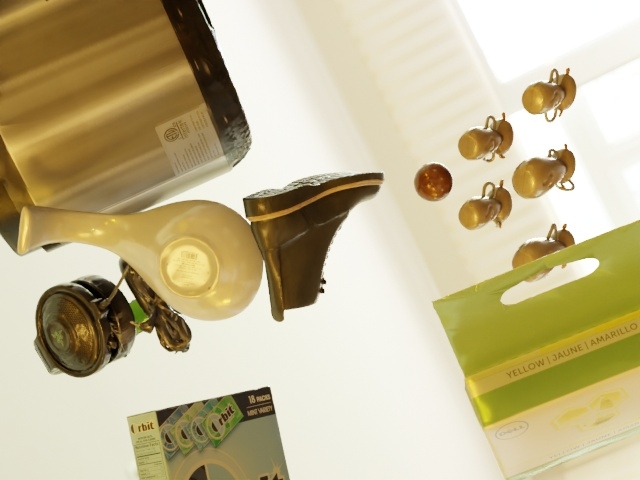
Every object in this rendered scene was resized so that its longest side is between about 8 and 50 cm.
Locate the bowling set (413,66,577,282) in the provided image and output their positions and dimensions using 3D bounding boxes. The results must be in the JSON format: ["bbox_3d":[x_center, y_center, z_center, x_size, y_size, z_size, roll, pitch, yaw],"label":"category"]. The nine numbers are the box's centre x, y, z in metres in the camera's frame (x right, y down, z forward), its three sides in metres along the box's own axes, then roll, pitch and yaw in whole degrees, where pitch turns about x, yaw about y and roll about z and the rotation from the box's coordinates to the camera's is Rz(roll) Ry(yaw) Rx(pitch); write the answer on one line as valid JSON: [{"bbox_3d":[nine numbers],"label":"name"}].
[{"bbox_3d":[0.241,-0.097,1.893,0.154,0.200,0.287,-20,-62,-57],"label":"bowling set"}]

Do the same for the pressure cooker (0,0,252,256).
[{"bbox_3d":[-0.336,-0.185,1.783,0.370,0.420,0.375,65,175,-12],"label":"pressure cooker"}]

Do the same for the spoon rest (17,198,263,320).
[{"bbox_3d":[-0.195,0.008,1.584,0.084,0.276,0.137,-43,-35,-73],"label":"spoon rest"}]

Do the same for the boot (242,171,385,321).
[{"bbox_3d":[0.000,0.000,1.554,0.198,0.077,0.137,-17,-79,-40],"label":"boot"}]

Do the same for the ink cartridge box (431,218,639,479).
[{"bbox_3d":[0.190,0.089,1.050,0.235,0.171,0.056,61,-172,-57],"label":"ink cartridge box"}]

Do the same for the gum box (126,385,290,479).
[{"bbox_3d":[-0.088,0.232,1.259,0.157,0.041,0.184,-6,-98,-52],"label":"gum box"}]

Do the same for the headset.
[{"bbox_3d":[-0.250,0.108,1.907,0.185,0.243,0.394,58,159,7],"label":"headset"}]
